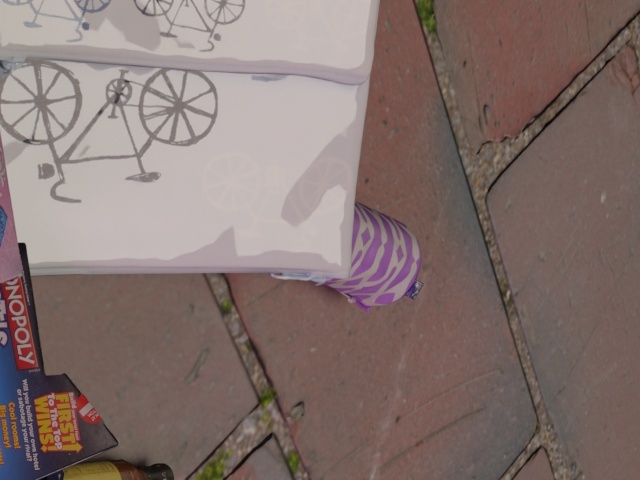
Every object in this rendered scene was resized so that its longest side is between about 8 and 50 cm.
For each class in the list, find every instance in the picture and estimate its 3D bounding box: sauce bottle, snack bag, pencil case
[{"bbox_3d":[-0.168,0.192,1.128,0.128,0.042,0.042,6,95,-48],"label":"sauce bottle"},{"bbox_3d":[-0.097,-0.128,1.055,0.323,0.037,0.342,1,103,-30],"label":"snack bag"},{"bbox_3d":[0.000,0.000,1.244,0.206,0.086,0.088,24,109,-47],"label":"pencil case"}]

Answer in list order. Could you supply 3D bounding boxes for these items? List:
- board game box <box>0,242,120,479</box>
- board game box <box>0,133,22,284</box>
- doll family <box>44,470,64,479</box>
[{"bbox_3d":[-0.238,0.102,0.971,0.194,0.060,0.194,-1,75,-39],"label":"board game box"},{"bbox_3d":[-0.283,-0.102,0.773,0.319,0.066,0.317,-31,115,-70],"label":"board game box"},{"bbox_3d":[-0.239,0.222,1.013,0.111,0.076,0.193,39,73,-11],"label":"doll family"}]
